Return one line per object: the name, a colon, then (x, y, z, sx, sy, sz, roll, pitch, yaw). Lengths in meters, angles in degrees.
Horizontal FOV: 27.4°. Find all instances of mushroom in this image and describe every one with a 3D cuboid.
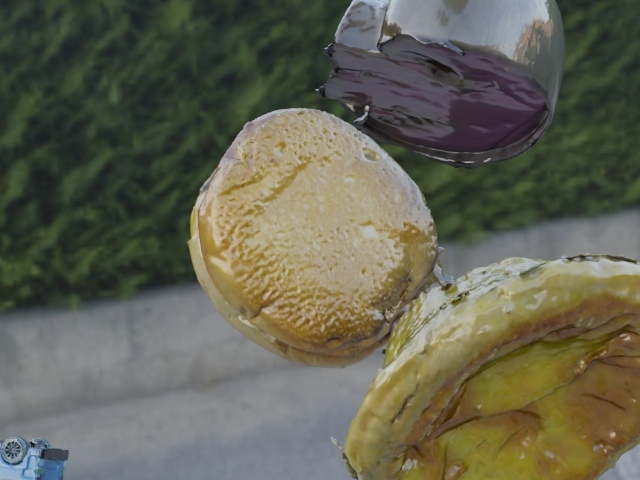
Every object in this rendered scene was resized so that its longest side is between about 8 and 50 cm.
mushroom: (0.086, -0.120, 0.815, 0.141, 0.117, 0.188, 27, -19, 4)

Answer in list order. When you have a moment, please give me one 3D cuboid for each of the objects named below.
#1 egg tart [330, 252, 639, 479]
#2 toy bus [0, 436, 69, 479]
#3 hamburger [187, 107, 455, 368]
egg tart: (0.167, 0.120, 1.180, 0.341, 0.341, 0.132, -8, 44, -17)
toy bus: (-0.424, 0.293, 1.656, 0.185, 0.106, 0.090, 5, -8, 13)
hamburger: (0.000, 0.000, 1.577, 0.290, 0.314, 0.170, -51, 3, -19)
